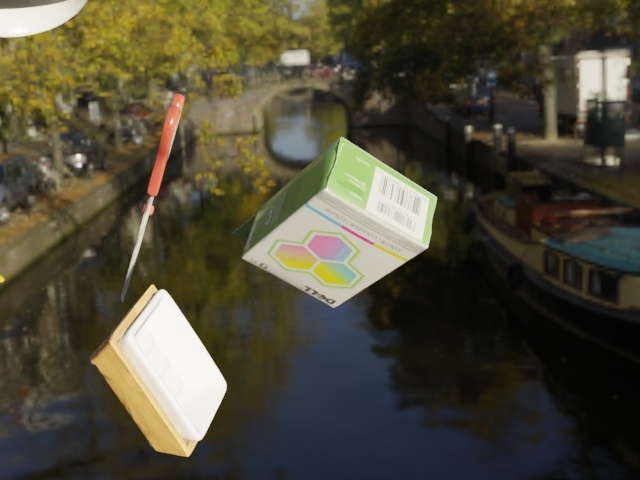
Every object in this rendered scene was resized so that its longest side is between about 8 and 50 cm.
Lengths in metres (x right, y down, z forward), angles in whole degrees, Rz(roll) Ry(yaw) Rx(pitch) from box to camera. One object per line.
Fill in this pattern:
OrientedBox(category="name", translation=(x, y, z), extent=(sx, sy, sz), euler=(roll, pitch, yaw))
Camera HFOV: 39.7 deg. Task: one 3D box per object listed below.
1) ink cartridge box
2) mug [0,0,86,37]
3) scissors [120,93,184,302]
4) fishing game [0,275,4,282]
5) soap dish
OrientedBox(category="ink cartridge box", translation=(0.000, 0.000, 0.827), extent=(0.109, 0.062, 0.209), euler=(30, -37, -20))
OrientedBox(category="mug", translation=(-0.277, -0.269, 0.769), extent=(0.113, 0.169, 0.150), euler=(-14, -16, -17))
OrientedBox(category="scissors", translation=(-0.238, -0.062, 1.263), extent=(0.021, 0.297, 0.109), euler=(14, 13, -11))
OrientedBox(category="fishing game", translation=(-0.572, 0.112, 1.331), extent=(0.264, 0.189, 0.041), euler=(-47, -10, 25))
OrientedBox(category="soap dish", translation=(-0.325, 0.266, 1.801), extent=(0.118, 0.291, 0.229), euler=(-23, 18, 20))
